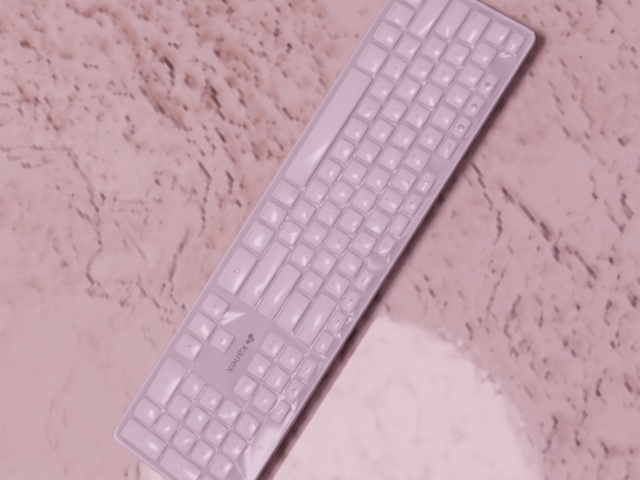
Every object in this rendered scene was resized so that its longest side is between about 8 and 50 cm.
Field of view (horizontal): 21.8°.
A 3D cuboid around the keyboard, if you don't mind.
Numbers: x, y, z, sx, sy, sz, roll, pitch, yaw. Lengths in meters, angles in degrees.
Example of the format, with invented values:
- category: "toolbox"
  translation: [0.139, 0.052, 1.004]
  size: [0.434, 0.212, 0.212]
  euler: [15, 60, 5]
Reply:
- category: "keyboard"
  translation: [0.000, 0.000, 0.745]
  size: [0.072, 0.014, 0.256]
  euler: [33, 90, 18]
